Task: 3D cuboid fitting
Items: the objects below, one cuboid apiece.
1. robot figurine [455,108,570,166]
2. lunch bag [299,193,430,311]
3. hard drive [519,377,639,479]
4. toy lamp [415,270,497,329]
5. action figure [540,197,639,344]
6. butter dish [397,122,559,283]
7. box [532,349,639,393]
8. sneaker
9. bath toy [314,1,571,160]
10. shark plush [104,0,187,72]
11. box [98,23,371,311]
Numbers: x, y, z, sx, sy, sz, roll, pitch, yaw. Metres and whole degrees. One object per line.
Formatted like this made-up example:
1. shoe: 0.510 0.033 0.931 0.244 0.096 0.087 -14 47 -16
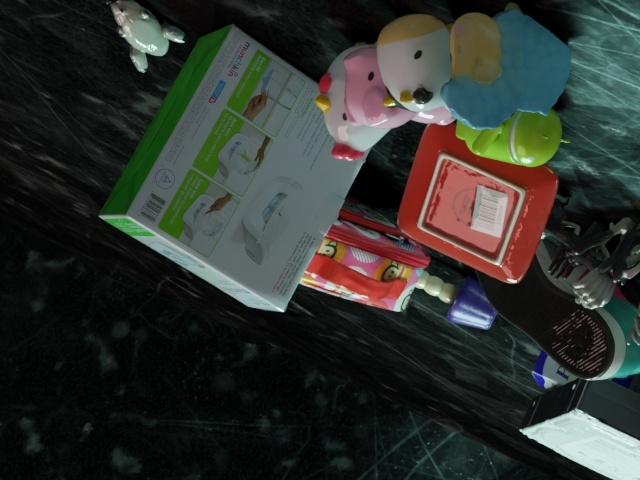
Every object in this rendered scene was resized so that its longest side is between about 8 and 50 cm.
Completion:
1. robot figurine: 0.191 -0.112 1.430 0.115 0.067 0.101 17 -169 40
2. lunch bag: 0.000 0.000 1.954 0.293 0.120 0.258 19 -164 -40
3. hard drive: 0.419 0.274 1.944 0.237 0.064 0.339 26 166 0
4. toy lamp: 0.147 0.054 2.199 0.274 0.080 0.080 29 168 9
5. action figure: 0.343 0.036 1.549 0.164 0.141 0.275 38 167 -35
6. butter dish: 0.186 -0.059 1.571 0.160 0.118 0.160 26 127 16
7. box: 0.387 0.166 2.008 0.137 0.126 0.072 22 168 25
8. sneaker: 0.328 0.067 1.769 0.178 0.124 0.295 6 -149 -36
9. bath toy: 0.087 -0.146 1.376 0.151 0.129 0.348 32 168 -20
10. shark plush: -0.239 -0.272 1.751 0.161 0.073 0.067 33 -162 -44
11. box: -0.092 -0.083 1.709 0.231 0.262 0.127 32 168 -22
